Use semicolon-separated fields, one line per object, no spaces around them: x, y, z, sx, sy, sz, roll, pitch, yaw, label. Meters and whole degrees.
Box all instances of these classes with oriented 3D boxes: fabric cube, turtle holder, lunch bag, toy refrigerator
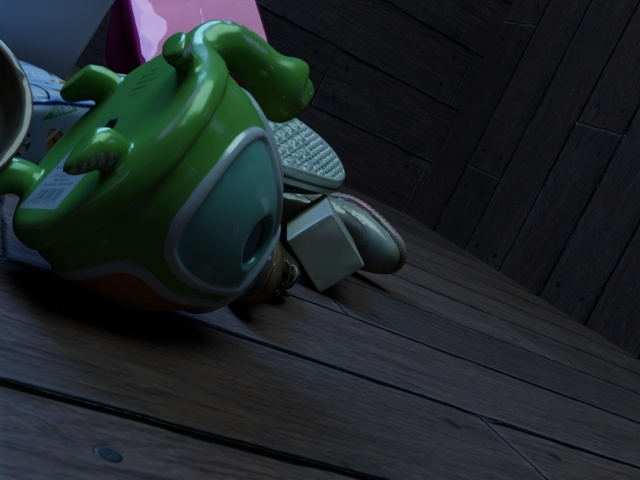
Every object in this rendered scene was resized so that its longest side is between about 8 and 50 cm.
-0.254;-0.338;1.660;0.259;0.254;0.258;-4;60;-24;fabric cube
-0.149;-0.072;0.874;0.227;0.243;0.320;49;34;-29;turtle holder
-0.455;-0.185;1.190;0.243;0.115;0.303;28;14;23;lunch bag
0.000;0.000;1.487;0.102;0.094;0.269;58;4;-10;toy refrigerator

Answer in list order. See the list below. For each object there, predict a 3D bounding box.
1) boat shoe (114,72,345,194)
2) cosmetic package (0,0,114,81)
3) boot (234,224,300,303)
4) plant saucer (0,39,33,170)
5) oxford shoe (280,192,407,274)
-0.193;-0.157;1.528;0.500;0.156;0.187;9;44;-26;boat shoe
-0.581;-0.464;1.406;0.394;0.327;0.329;27;11;-41;cosmetic package
-0.068;0.031;1.144;0.115;0.112;0.305;35;3;-13;boot
-0.407;-0.128;0.789;0.278;0.041;0.278;13;49;-15;plant saucer
-0.026;-0.029;1.687;0.397;0.140;0.146;26;31;12;oxford shoe
